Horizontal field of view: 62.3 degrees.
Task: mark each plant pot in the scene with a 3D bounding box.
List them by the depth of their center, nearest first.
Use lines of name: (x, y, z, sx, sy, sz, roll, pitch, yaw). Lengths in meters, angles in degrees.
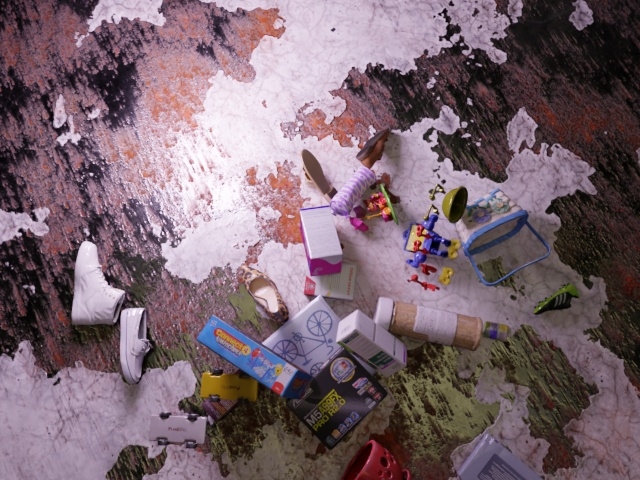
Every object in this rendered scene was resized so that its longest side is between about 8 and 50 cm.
plant pot: (0.179, 0.766, 1.679, 0.174, 0.191, 0.191, 39, 82, 4)

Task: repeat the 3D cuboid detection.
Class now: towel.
towel: (0.613, 0.317, 1.849, 0.083, 0.009, 0.060, 13, 80, 3)

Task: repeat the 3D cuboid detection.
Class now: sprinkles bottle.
sprinkles bottle: (0.362, 0.284, 1.803, 0.355, 0.121, 0.121, 11, 79, 3)

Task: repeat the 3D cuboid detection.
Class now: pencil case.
pencil case: (0.118, -0.174, 1.894, 0.088, 0.086, 0.206, 37, 67, 2)

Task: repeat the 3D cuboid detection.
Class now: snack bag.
snack bag: (-0.013, 0.414, 1.803, 0.323, 0.037, 0.342, -41, 91, -3)

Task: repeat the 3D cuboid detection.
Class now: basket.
basket: (0.600, -0.012, 1.816, 0.255, 0.201, 0.289, -28, 70, -5)

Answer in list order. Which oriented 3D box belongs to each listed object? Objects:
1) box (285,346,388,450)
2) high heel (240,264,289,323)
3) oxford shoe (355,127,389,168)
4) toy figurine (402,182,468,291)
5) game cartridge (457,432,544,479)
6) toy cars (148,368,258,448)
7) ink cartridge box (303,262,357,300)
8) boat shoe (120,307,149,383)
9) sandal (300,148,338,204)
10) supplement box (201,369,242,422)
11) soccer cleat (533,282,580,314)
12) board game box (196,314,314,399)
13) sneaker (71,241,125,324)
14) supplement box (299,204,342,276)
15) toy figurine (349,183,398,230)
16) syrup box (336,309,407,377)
box: (0.053, 0.519, 1.756, 0.270, 0.060, 0.216, -43, 92, -3)
high heel: (-0.196, 0.170, 1.801, 0.093, 0.186, 0.261, -39, 81, -6)
oxford shoe: (0.203, -0.335, 1.939, 0.076, 0.076, 0.212, 49, 54, -17)
toy figurine: (0.345, -0.029, 1.818, 0.191, 0.217, 0.362, 9, 97, -30)
game cartridge: (0.606, 0.807, 1.733, 0.297, 0.062, 0.198, 40, 86, 8)
toy cars: (-0.360, 0.531, 1.684, 0.394, 0.087, 0.176, -39, 73, -2)
ink cartridge box: (0.037, 0.140, 1.861, 0.175, 0.072, 0.127, 7, 79, 3)
boat shoe: (-0.632, 0.358, 1.819, 0.084, 0.095, 0.258, -9, 80, 4)
sandal: (-0.022, -0.212, 1.933, 0.240, 0.079, 0.088, 54, 42, -6)
supplement box: (-0.294, 0.511, 1.778, 0.188, 0.104, 0.081, -43, 80, -7)
soccer cleat: (0.823, 0.218, 1.842, 0.179, 0.060, 0.072, -32, 81, -8)
board game box: (-0.187, 0.364, 1.615, 0.302, 0.308, 0.086, 29, 78, 15)
sneaker: (-0.767, 0.152, 1.862, 0.169, 0.108, 0.292, 3, 89, 0)
supplement box: (0.000, 0.000, 1.823, 0.114, 0.111, 0.220, -9, 52, -9)
toy figurine: (0.176, -0.104, 1.899, 0.159, 0.130, 0.173, -21, 57, 6)
syrup box: (0.172, 0.343, 1.748, 0.237, 0.096, 0.093, 38, 124, -18)
